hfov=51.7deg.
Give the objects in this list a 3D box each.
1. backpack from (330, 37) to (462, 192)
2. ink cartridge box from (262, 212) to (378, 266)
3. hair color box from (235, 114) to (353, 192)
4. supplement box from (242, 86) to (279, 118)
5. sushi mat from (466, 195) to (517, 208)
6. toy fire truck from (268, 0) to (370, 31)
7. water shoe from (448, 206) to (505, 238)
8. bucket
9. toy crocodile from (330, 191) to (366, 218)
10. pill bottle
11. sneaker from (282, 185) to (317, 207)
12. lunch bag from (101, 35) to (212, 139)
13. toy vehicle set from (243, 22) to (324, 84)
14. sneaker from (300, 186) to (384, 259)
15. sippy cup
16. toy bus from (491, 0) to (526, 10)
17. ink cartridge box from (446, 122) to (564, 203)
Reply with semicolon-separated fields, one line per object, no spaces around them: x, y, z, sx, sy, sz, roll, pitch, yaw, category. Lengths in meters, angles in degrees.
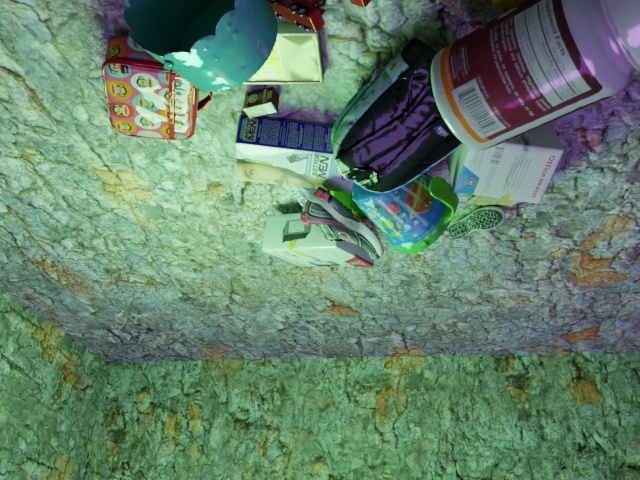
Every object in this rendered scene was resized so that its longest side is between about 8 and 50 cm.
0.186;-0.278;1.590;0.290;0.273;0.356;31;107;-29;backpack
0.000;0.000;2.149;0.306;0.131;0.226;-4;161;37;ink cartridge box
-0.063;-0.238;1.846;0.338;0.110;0.185;7;152;-2;hair color box
-0.152;-0.354;1.702;0.083;0.055;0.043;-9;148;21;supplement box
0.528;-0.127;1.917;0.151;0.019;0.316;6;175;1;sushi mat
-0.005;-0.503;1.373;0.192;0.135;0.047;35;167;33;toy fire truck
0.503;-0.068;2.111;0.203;0.080;0.073;-21;98;41;water shoe
-0.232;-0.449;1.331;0.281;0.281;0.183;-7;160;20;bucket
0.197;-0.118;2.033;0.340;0.105;0.115;6;-170;0;toy crocodile
0.420;-0.337;1.212;0.392;0.224;0.224;-22;141;40;pill bottle
-0.056;-0.146;2.031;0.190;0.083;0.071;24;147;-29;sneaker
-0.401;-0.372;1.656;0.258;0.120;0.293;5;152;-9;lunch bag
-0.130;-0.440;1.567;0.266;0.035;0.166;2;150;5;toy vehicle set
0.066;-0.033;1.923;0.299;0.121;0.112;38;94;-27;sneaker
0.213;-0.117;1.815;0.224;0.240;0.305;35;122;-28;sippy cup
0.503;-0.482;1.304;0.332;0.130;0.108;15;149;-17;toy bus
0.465;-0.222;1.694;0.232;0.168;0.171;8;131;-6;ink cartridge box
